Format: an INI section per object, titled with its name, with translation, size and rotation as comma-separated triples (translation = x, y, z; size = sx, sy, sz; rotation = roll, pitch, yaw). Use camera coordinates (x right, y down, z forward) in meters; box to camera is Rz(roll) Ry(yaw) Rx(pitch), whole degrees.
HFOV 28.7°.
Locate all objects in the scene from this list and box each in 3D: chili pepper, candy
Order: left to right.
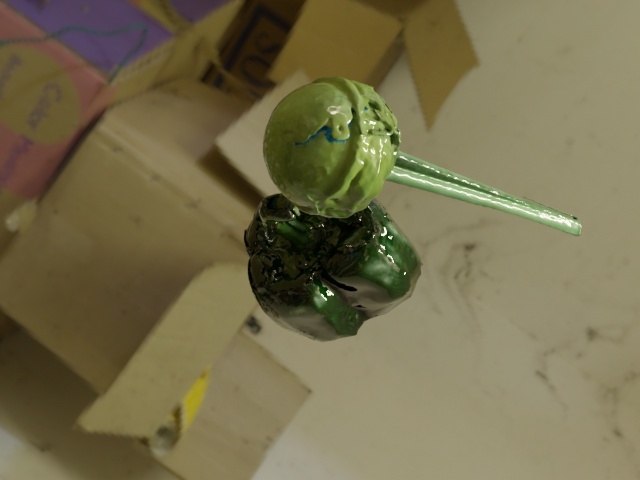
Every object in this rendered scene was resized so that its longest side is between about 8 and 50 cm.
[chili pepper]
translation = 0.000, 0.000, 1.365
size = 0.173, 0.261, 0.165
rotation = -22, -131, 19
[candy]
translation = 0.095, -0.042, 0.938
size = 0.092, 0.335, 0.093
rotation = -47, -133, 29
